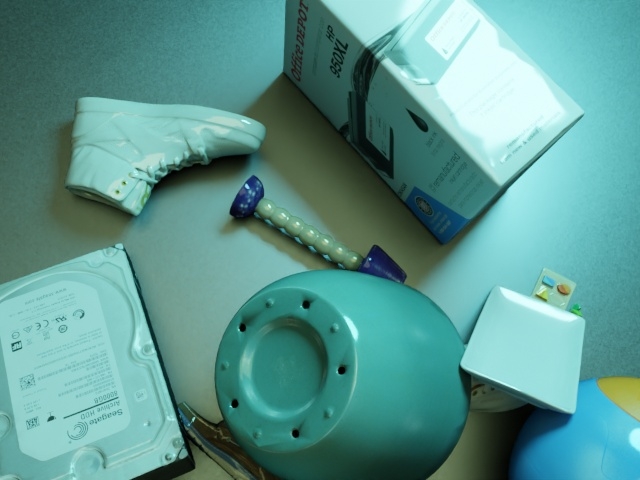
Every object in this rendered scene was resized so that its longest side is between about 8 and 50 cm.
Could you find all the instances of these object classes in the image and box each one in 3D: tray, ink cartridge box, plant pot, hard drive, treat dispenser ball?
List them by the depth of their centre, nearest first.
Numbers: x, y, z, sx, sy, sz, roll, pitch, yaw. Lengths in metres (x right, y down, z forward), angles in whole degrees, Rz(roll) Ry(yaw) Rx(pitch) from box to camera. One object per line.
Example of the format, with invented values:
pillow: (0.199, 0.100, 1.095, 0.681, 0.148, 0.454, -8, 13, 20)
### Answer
plant pot: (0.011, 0.167, 0.883, 0.292, 0.235, 0.293, -8, 72, 25)
treat dispenser ball: (0.385, 0.317, 0.913, 0.288, 0.288, 0.288, 1, 75, -5)
hard drive: (-0.325, 0.181, 0.943, 0.236, 0.064, 0.339, -20, 58, -10)
tray: (0.281, 0.146, 0.987, 0.145, 0.270, 0.030, 21, 116, 15)
ink cartridge box: (0.131, -0.218, 1.032, 0.166, 0.285, 0.395, -40, 81, -13)

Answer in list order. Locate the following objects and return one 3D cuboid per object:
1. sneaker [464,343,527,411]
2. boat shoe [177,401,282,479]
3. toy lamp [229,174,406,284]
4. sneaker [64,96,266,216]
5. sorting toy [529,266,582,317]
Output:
sneaker: (0.228, 0.194, 1.018, 0.289, 0.123, 0.106, -13, 75, -10)
boat shoe: (-0.125, 0.278, 0.996, 0.183, 0.066, 0.066, 43, 71, -4)
toy lamp: (0.000, 0.000, 1.070, 0.274, 0.080, 0.080, 32, 75, 3)
sneaker: (-0.231, -0.111, 1.071, 0.292, 0.108, 0.169, 5, 76, 6)
sorting toy: (0.372, 0.084, 1.115, 0.083, 0.012, 0.062, 28, 74, 3)
